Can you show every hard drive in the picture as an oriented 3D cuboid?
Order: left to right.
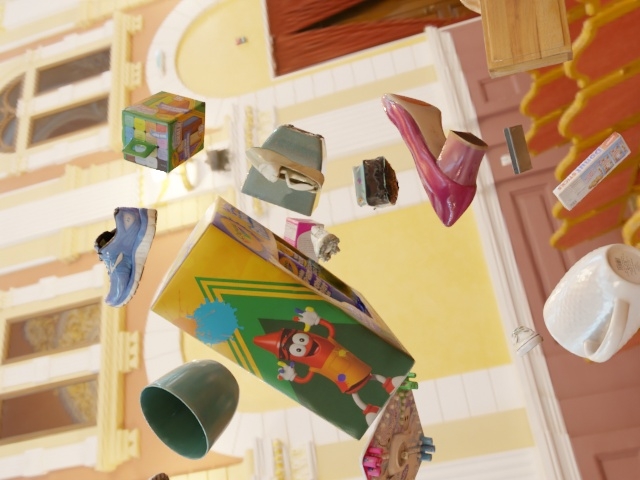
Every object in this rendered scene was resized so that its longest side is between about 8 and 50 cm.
[{"bbox_3d":[0.568,-0.263,1.849,0.094,0.022,0.135,-21,-84,-48],"label":"hard drive"}]

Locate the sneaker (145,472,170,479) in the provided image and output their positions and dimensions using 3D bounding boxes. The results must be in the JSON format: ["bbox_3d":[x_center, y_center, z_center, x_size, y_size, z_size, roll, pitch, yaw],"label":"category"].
[{"bbox_3d":[-0.497,0.691,1.662,0.105,0.115,0.281,63,-165,17],"label":"sneaker"}]

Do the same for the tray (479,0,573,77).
[{"bbox_3d":[0.511,-0.643,1.649,0.076,0.203,0.410,18,-115,-66],"label":"tray"}]

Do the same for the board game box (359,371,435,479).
[{"bbox_3d":[0.256,0.673,2.024,0.390,0.050,0.389,-52,-46,-46],"label":"board game box"}]

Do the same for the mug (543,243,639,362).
[{"bbox_3d":[0.892,0.210,2.015,0.328,0.277,0.374,103,-172,-48],"label":"mug"}]

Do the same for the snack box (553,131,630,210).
[{"bbox_3d":[0.583,-0.147,1.382,0.064,0.178,0.022,39,-170,-36],"label":"snack box"}]

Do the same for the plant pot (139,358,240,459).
[{"bbox_3d":[-0.407,0.533,2.130,0.235,0.293,0.292,-38,-62,-47],"label":"plant pot"}]

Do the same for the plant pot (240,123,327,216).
[{"bbox_3d":[-0.096,-0.254,2.174,0.248,0.247,0.252,-64,-5,-76],"label":"plant pot"}]

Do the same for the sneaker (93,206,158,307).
[{"bbox_3d":[-0.560,0.039,1.795,0.129,0.147,0.329,-106,35,-60],"label":"sneaker"}]

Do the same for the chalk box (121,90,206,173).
[{"bbox_3d":[-0.518,-0.343,2.065,0.289,0.180,0.179,-52,-24,-55],"label":"chalk box"}]

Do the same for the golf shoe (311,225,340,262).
[{"bbox_3d":[0.000,0.000,1.562,0.086,0.069,0.176,53,173,10],"label":"golf shoe"}]

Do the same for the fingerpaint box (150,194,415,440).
[{"bbox_3d":[-0.074,0.100,1.127,0.371,0.163,0.445,35,-177,-10],"label":"fingerpaint box"}]

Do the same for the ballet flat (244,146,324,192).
[{"bbox_3d":[-0.103,-0.196,1.851,0.086,0.249,0.086,-163,90,-73],"label":"ballet flat"}]

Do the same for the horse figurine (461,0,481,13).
[{"bbox_3d":[0.541,-0.674,1.883,0.263,0.174,0.066,43,-136,-16],"label":"horse figurine"}]

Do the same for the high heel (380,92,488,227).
[{"bbox_3d":[0.206,-0.188,1.371,0.377,0.127,0.181,-122,43,-55],"label":"high heel"}]

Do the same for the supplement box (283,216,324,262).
[{"bbox_3d":[-0.072,0.032,2.384,0.114,0.111,0.219,27,110,59],"label":"supplement box"}]

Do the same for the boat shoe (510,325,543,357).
[{"bbox_3d":[0.582,0.287,1.862,0.075,0.083,0.226,54,179,16],"label":"boat shoe"}]

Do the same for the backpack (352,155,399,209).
[{"bbox_3d":[0.186,-0.184,2.126,0.188,0.145,0.165,0,-100,-66],"label":"backpack"}]
